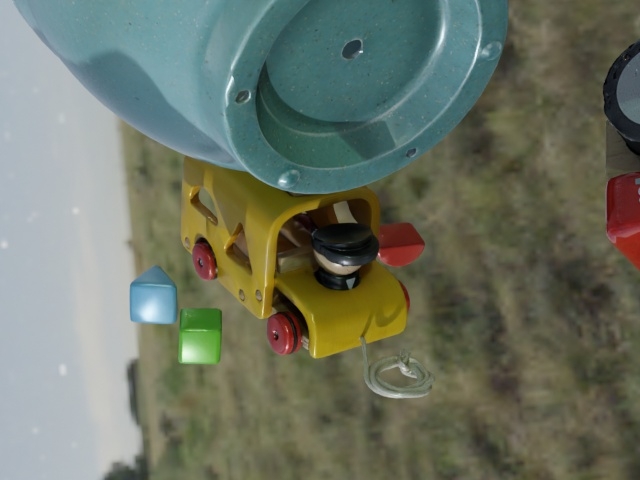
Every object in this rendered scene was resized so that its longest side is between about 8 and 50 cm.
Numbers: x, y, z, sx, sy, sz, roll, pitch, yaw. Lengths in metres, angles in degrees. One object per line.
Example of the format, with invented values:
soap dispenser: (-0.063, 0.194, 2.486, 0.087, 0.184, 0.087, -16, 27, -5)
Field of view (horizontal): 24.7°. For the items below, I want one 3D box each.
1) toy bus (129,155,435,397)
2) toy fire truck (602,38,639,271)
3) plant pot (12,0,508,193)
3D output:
toy bus: (-0.011, -0.004, 0.960, 0.191, 0.202, 0.104, -69, -15, -58)
toy fire truck: (0.224, 0.020, 0.610, 0.158, 0.217, 0.246, 36, -128, -51)
plant pot: (-0.014, -0.151, 0.833, 0.196, 0.293, 0.293, 55, 156, 38)
